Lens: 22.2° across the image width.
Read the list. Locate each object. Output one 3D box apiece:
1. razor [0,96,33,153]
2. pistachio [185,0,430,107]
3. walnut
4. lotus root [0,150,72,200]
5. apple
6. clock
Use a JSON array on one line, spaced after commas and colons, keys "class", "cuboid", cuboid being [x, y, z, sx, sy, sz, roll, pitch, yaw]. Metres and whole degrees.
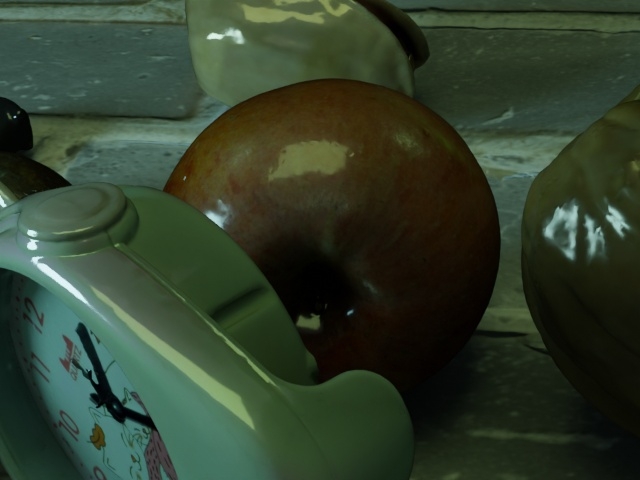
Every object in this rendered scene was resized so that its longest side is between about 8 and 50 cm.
[{"class": "razor", "cuboid": [-0.332, -0.079, 1.480, 0.090, 0.054, 0.148, 14, 38, 28]}, {"class": "pistachio", "cuboid": [-0.015, -0.182, 1.501, 0.230, 0.157, 0.157, 15, 38, 10]}, {"class": "walnut", "cuboid": [0.276, 0.008, 1.067, 0.285, 0.285, 0.296, 2, 15, 12]}, {"class": "lotus root", "cuboid": [-0.255, -0.014, 1.323, 0.120, 0.120, 0.209, -32, 42, -33]}, {"class": "apple", "cuboid": [0.000, 0.000, 1.163, 0.254, 0.253, 0.253, -4, 34, 3]}, {"class": "clock", "cuboid": [-0.101, 0.089, 0.938, 0.109, 0.265, 0.324, -31, 64, -33]}]
